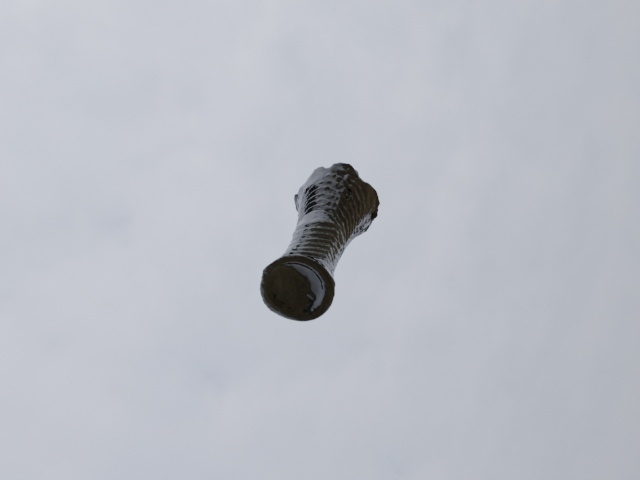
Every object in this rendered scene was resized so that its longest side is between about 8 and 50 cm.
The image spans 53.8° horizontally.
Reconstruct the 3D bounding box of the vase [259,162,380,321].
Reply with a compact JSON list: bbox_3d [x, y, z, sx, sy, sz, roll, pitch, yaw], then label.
[{"bbox_3d":[0.000,0.000,0.731,0.237,0.115,0.116,-68,-32,-62],"label":"vase"}]
